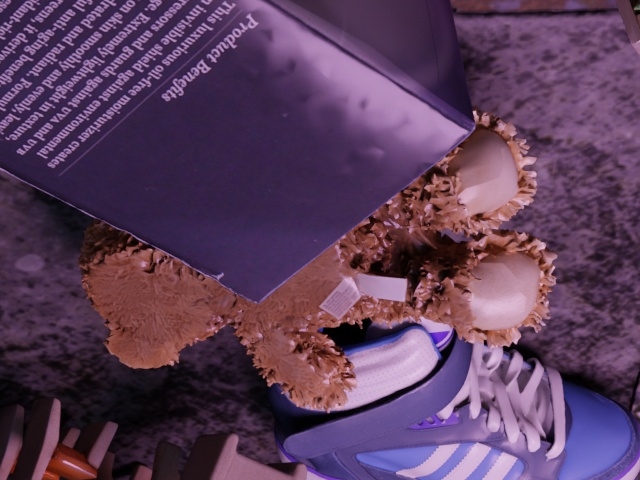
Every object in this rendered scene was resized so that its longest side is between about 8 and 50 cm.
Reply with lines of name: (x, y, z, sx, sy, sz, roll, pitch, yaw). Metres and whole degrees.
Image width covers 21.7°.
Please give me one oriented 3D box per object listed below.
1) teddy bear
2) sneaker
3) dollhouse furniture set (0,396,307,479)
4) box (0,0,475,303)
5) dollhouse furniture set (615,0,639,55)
teddy bear: (0.000, 0.000, 1.186, 0.338, 0.113, 0.245, -22, 114, 24)
sneaker: (0.118, 0.115, 1.333, 0.323, 0.130, 0.236, 4, 142, -1)
dollhouse furniture set: (-0.129, 0.238, 1.371, 0.262, 0.135, 0.259, 27, 157, -28)
box: (-0.094, -0.175, 0.871, 0.294, 0.296, 0.183, 29, 128, -34)
dollhouse furniture set: (0.287, -0.182, 1.078, 0.182, 0.101, 0.161, -23, 160, 18)
